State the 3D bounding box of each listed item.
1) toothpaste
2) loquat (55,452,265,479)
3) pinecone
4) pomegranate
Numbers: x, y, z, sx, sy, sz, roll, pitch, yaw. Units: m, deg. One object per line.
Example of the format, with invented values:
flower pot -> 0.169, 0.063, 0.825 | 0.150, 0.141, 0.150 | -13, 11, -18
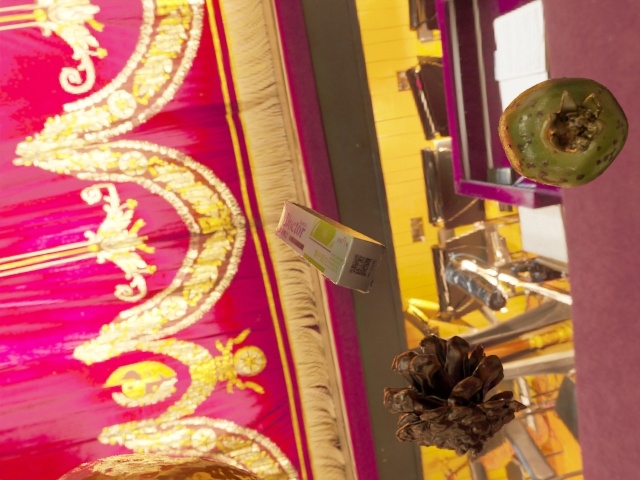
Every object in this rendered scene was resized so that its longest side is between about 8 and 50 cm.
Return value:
toothpaste -> 0.000, 0.000, 0.870 | 0.336, 0.067, 0.081 | 33, 105, 64
loquat -> -0.133, 0.336, 0.370 | 0.328, 0.329, 0.328 | 169, 90, -84
pinecone -> 0.216, 0.260, 0.835 | 0.202, 0.229, 0.201 | 44, -151, -17
pomegranate -> 0.452, -0.222, 0.940 | 0.286, 0.231, 0.230 | 12, -121, -52
